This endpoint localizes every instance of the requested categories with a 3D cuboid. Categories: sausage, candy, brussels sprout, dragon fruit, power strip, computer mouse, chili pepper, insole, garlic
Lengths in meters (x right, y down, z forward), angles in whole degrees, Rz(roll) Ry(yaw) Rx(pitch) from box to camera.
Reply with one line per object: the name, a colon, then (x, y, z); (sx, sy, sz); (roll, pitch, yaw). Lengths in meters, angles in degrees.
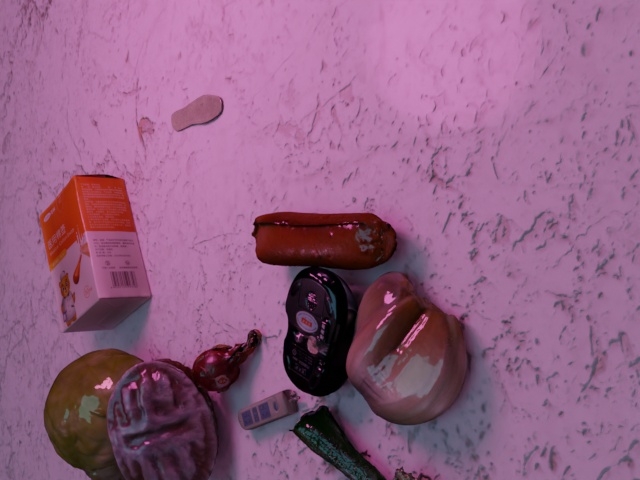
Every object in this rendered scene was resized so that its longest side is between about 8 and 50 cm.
sausage: (0.000, 0.000, 1.319); (0.330, 0.102, 0.102); (2, 91, 46)
candy: (-0.322, 0.388, 1.562); (0.157, 0.214, 0.290); (111, 143, -87)
brussels sprout: (-0.494, 0.393, 1.733); (0.273, 0.242, 0.317); (33, 114, 13)
dragon fruit: (-0.190, 0.244, 1.515); (0.190, 0.094, 0.094); (-37, 63, 28)
power strip: (-0.100, 0.330, 1.461); (0.191, 0.030, 0.048); (-32, 68, 41)
computer mouse: (0.005, 0.155, 1.310); (0.137, 0.096, 0.234); (33, 120, 46)
chili pepper: (0.048, 0.376, 1.273); (0.227, 0.088, 0.059); (40, 131, 36)
insole: (-0.277, -0.284, 1.671); (0.191, 0.010, 0.063); (-10, 82, 45)
garlic: (0.121, 0.189, 1.184); (0.217, 0.110, 0.228); (36, 114, 36)

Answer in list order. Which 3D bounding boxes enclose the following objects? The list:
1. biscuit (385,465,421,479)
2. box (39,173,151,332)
biscuit: (0.156, 0.438, 1.166); (0.203, 0.016, 0.144); (22, 105, 26)
box: (-0.567, 0.031, 1.874); (0.225, 0.143, 0.342); (-35, 64, 39)
